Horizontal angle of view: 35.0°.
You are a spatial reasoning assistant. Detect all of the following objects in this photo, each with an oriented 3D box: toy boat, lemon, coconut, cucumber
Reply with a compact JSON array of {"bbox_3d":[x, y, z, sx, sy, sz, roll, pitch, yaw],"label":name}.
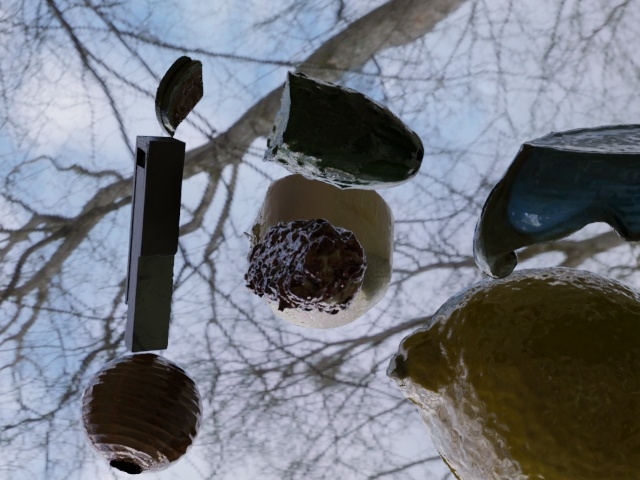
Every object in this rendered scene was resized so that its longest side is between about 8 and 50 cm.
[{"bbox_3d":[0.174,-0.022,0.571,0.185,0.075,0.077,-6,-66,-17],"label":"toy boat"},{"bbox_3d":[0.166,0.110,0.686,0.244,0.187,0.187,19,-114,3],"label":"lemon"},{"bbox_3d":[0.000,0.000,1.443,0.224,0.224,0.234,17,-131,-31],"label":"coconut"},{"bbox_3d":[0.021,-0.064,0.664,0.107,0.035,0.067,15,-77,-18],"label":"cucumber"}]

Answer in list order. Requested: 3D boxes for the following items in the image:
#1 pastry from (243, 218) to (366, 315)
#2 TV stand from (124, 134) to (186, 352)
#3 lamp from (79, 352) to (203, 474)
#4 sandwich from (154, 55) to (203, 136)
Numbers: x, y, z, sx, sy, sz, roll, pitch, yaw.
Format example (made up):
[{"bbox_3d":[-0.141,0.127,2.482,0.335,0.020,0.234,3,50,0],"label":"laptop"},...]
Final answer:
[{"bbox_3d":[-0.014,0.031,1.146,0.097,0.208,0.115,20,-96,-21],"label":"pastry"},{"bbox_3d":[-0.198,0.006,1.199,0.049,0.040,0.256,-3,-74,-32],"label":"TV stand"},{"bbox_3d":[-0.197,0.191,1.117,0.136,0.136,0.136,8,-105,-33],"label":"lamp"},{"bbox_3d":[-0.181,-0.190,1.318,0.101,0.026,0.069,-58,-35,-13],"label":"sandwich"}]
